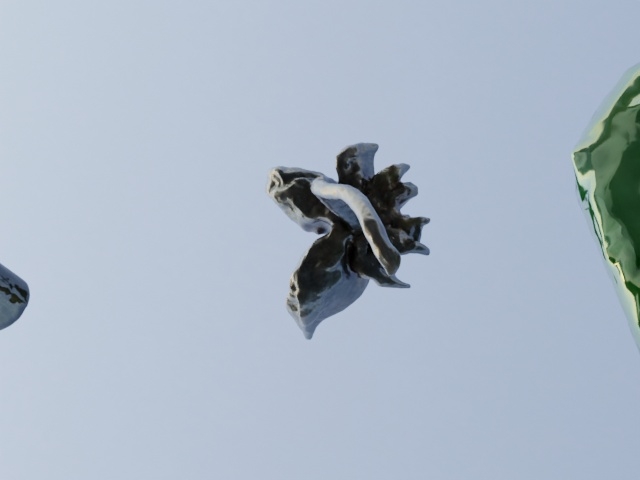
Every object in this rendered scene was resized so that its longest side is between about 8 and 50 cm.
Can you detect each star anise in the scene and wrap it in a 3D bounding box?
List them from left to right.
[{"bbox_3d":[0.000,0.000,1.256,0.218,0.227,0.148,24,-87,27],"label":"star anise"}]

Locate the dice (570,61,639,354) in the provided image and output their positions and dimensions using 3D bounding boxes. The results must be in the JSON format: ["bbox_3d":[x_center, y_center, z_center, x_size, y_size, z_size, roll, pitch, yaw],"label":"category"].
[{"bbox_3d":[0.326,0.029,1.087,0.297,0.300,0.287,-26,-141,7],"label":"dice"}]

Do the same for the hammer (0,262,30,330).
[{"bbox_3d":[-0.334,-0.062,1.148,0.168,0.440,0.044,-11,-127,36],"label":"hammer"}]
